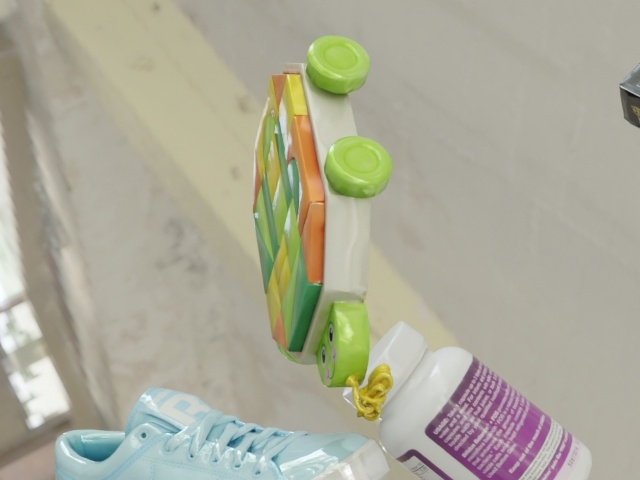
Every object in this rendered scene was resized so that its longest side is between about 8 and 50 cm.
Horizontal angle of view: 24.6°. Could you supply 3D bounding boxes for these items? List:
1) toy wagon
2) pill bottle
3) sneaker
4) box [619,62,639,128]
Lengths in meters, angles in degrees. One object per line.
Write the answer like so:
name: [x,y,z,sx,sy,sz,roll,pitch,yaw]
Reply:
toy wagon: [0.000,0.000,1.299,0.267,0.068,0.344,106,-20,-50]
pill bottle: [0.182,0.242,1.869,0.301,0.169,0.169,39,-20,-3]
sneaker: [-0.114,0.207,1.367,0.366,0.135,0.150,-17,-81,28]
box: [0.378,-0.123,1.167,0.220,0.175,0.051,33,-19,35]
